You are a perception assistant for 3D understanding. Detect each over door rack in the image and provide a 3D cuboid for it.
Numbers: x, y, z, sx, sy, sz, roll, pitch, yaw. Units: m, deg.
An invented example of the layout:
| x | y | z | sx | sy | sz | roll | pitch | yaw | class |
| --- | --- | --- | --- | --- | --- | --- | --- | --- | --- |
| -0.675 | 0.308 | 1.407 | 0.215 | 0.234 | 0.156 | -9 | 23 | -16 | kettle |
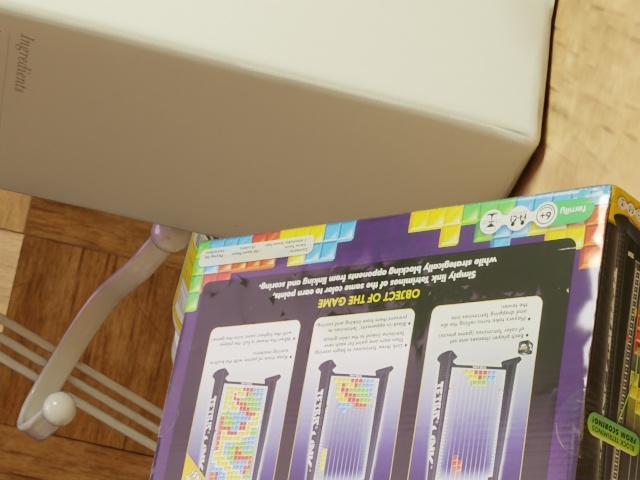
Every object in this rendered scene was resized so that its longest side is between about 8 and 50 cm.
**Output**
| x | y | z | sx | sy | sz | roll | pitch | yaw | class |
| --- | --- | --- | --- | --- | --- | --- | --- | --- | --- |
| -0.080 | -0.035 | 0.941 | 0.108 | 0.239 | 0.324 | -18 | 42 | 62 | over door rack |

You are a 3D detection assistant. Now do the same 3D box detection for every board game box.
| x | y | z | sx | sy | sz | roll | pitch | yaw | class |
| --- | --- | --- | --- | --- | --- | --- | --- | --- | --- |
| 0.024 | 0.063 | 0.536 | 0.170 | 0.048 | 0.141 | -7 | 64 | 39 | board game box |

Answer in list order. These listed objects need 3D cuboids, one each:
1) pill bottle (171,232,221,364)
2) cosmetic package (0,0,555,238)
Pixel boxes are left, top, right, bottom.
| x | y | z | sx | sy | sz | roll | pitch | yaw | class |
| --- | --- | --- | --- | --- | --- | --- | --- | --- | --- |
| -0.057 | 0.035 | 1.390 | 0.208 | 0.119 | 0.119 | 110 | 171 | -46 | pill bottle |
| -0.087 | -0.136 | 0.818 | 0.156 | 0.385 | 0.217 | 117 | 166 | -57 | cosmetic package |
